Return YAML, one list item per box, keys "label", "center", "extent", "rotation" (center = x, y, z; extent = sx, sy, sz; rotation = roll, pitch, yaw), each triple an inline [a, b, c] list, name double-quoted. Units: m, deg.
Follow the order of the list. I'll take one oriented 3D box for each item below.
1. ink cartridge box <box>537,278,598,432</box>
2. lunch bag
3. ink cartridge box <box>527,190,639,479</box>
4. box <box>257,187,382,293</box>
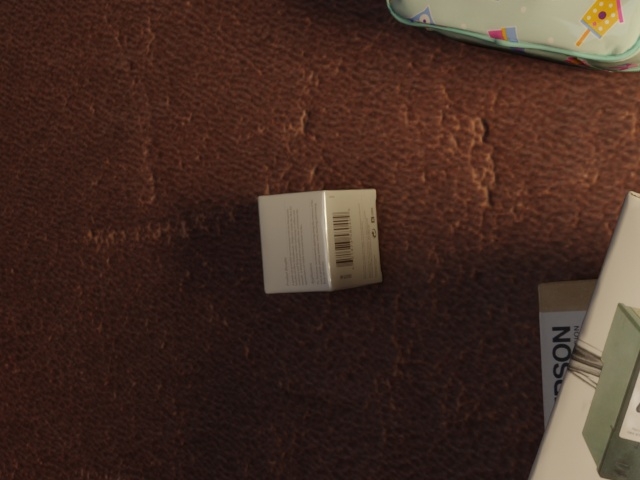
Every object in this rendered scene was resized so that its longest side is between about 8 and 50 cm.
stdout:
- label: "ink cartridge box"
  center: [0.292, 0.146, 1.068]
  extent: [0.193, 0.088, 0.235]
  rotation: [-6, 83, 34]
- label: "lunch bag"
  center: [0.206, -0.275, 1.111]
  extent: [0.279, 0.108, 0.224]
  rotation: [17, 99, 33]
- label: "ink cartridge box"
  center: [0.264, 0.124, 0.909]
  extent: [0.121, 0.211, 0.289]
  rotation: [22, 97, 33]
- label: "box"
  center: [0.000, 0.000, 1.273]
  extent: [0.087, 0.102, 0.101]
  rotation: [-4, 90, 34]
